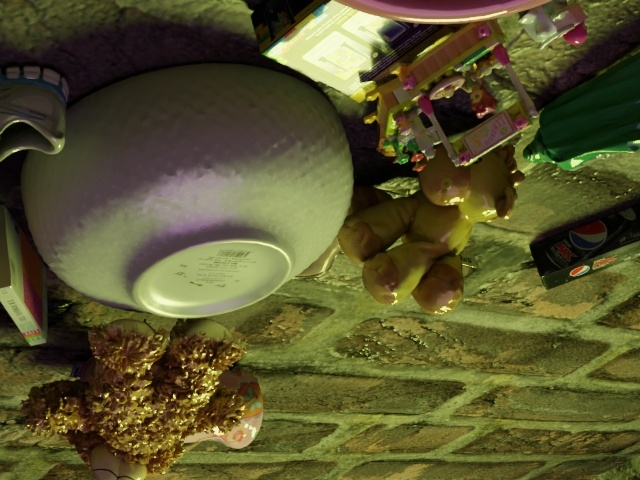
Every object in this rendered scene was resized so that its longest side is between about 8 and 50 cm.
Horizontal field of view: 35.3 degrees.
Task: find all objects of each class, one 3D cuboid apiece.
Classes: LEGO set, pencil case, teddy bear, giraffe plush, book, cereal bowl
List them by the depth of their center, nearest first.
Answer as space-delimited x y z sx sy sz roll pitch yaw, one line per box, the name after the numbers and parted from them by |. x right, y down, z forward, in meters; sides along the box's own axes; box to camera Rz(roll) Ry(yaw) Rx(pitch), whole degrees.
0.121 -0.113 0.924 0.132 0.107 0.287 -22 170 -38 | LEGO set
-0.122 -0.018 1.013 0.339 0.141 0.339 -12 152 -6 | cereal bowl
-0.319 0.040 1.060 0.035 0.096 0.144 -12 152 -6 | book
0.142 -0.035 1.108 0.210 0.181 0.170 -3 143 -39 | giraffe plush
-0.207 0.194 1.161 0.245 0.113 0.338 13 138 -40 | teddy bear
-0.214 0.231 1.435 0.124 0.124 0.284 -35 147 32 | pencil case

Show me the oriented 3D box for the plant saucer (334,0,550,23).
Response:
0.094 -0.292 0.621 0.332 0.084 0.332 -6 139 -5 | plant saucer

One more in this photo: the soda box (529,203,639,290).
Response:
0.385 0.010 1.417 0.169 0.053 0.060 -22 151 10 | soda box

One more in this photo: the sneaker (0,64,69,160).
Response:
-0.303 -0.098 0.833 0.190 0.083 0.071 -5 153 -16 | sneaker

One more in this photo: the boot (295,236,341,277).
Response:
0.000 0.000 1.221 0.118 0.042 0.087 -22 145 9 | boot

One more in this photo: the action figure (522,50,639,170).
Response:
0.319 -0.136 1.073 0.232 0.137 0.063 -23 165 31 | action figure

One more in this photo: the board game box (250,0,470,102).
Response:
0.049 -0.201 0.863 0.170 0.048 0.141 -33 150 29 | board game box
